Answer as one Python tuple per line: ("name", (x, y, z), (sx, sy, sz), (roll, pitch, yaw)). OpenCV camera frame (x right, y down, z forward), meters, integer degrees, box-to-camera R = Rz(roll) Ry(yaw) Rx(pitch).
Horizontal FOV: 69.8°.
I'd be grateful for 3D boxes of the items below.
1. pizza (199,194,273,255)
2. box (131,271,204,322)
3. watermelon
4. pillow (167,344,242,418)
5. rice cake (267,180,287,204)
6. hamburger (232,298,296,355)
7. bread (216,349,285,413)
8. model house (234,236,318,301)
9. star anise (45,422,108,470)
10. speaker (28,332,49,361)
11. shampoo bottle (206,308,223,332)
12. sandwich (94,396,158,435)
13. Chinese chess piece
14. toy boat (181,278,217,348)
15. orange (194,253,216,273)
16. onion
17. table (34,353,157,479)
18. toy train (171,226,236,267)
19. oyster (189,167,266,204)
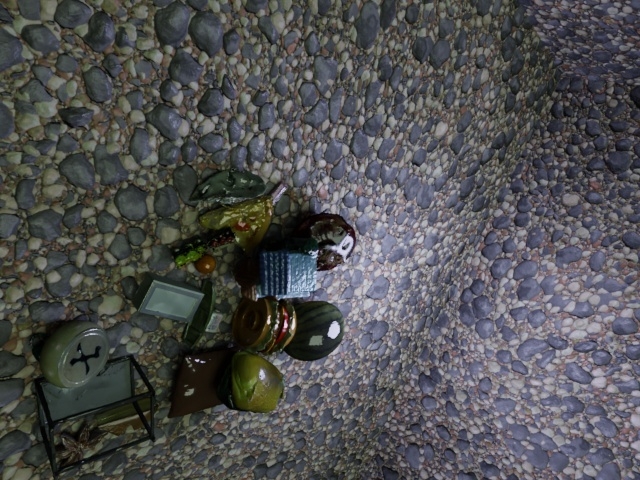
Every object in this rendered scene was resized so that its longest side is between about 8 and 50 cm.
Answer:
("pizza", (-0.338, -0.057, 1.807), (0.287, 0.075, 0.280), (0, 124, -32))
("box", (-0.578, 0.220, 1.750), (0.225, 0.086, 0.130), (25, 93, -45))
("watermelon", (-0.051, 0.431, 2.183), (0.359, 0.279, 0.279), (-12, 118, -33))
("pillow", (-0.498, 0.607, 1.997), (0.307, 0.108, 0.306), (2, 109, -47))
("rice cake", (-0.217, -0.164, 1.905), (0.207, 0.036, 0.047), (-47, 139, -12))
("hamburger", (-0.228, 0.365, 2.002), (0.212, 0.274, 0.275), (23, 95, -41))
("bread", (-0.298, 0.641, 2.036), (0.376, 0.208, 0.251), (61, 45, -60))
("model house", (-0.218, 0.123, 1.847), (0.329, 0.294, 0.252), (-9, 101, -45))
("star anise", (-0.934, 0.779, 1.744), (0.171, 0.063, 0.208), (33, 91, -41))
("speaker", (-0.931, 0.355, 1.540), (0.075, 0.060, 0.095), (-33, 94, -25))
("shampoo bottle", (-0.457, 0.337, 1.944), (0.072, 0.043, 0.099), (23, 95, -46))
("sandwich", (-0.768, 0.710, 1.829), (0.244, 0.090, 0.089), (-6, 112, -39))
("Chinese chess piece", (-0.825, 0.385, 1.558), (0.237, 0.092, 0.238), (13, 90, -70))
("toy boat", (-0.483, 0.297, 1.871), (0.055, 0.093, 0.293), (5, 109, -62))
("orange", (-0.451, 0.092, 1.799), (0.083, 0.083, 0.084), (-20, 123, -33))
("onion", (0.000, 0.000, 2.058), (0.313, 0.232, 0.314), (-14, 138, -13))
("table", (-0.790, 0.606, 1.627), (0.334, 0.272, 0.223), (-9, 117, -38))
("toy train", (-0.438, 0.025, 1.744), (0.249, 0.053, 0.085), (-23, 147, -12))
("oyster", (-0.335, -0.189, 1.725), (0.252, 0.199, 0.087), (-53, 180, -29))
